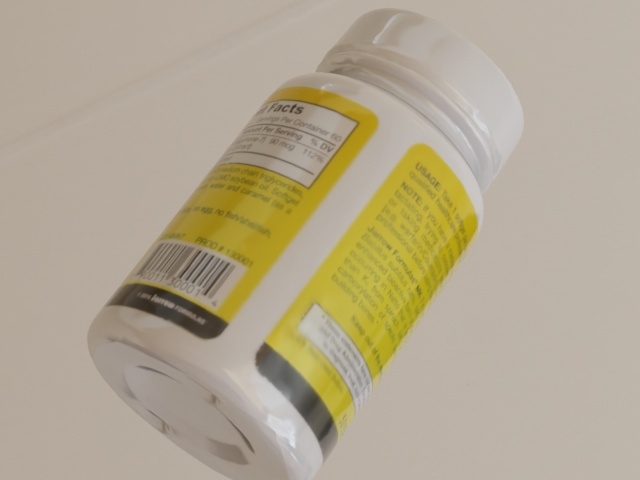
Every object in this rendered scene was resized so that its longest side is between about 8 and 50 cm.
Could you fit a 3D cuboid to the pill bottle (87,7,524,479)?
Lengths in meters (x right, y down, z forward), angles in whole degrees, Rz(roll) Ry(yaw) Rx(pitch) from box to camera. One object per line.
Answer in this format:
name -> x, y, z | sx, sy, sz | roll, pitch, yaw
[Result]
pill bottle -> 0.000, 0.000, 0.726 | 0.119, 0.119, 0.208 | 30, -114, 17
